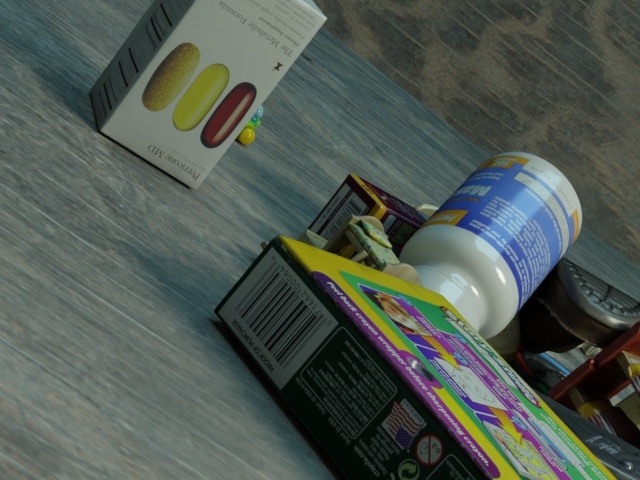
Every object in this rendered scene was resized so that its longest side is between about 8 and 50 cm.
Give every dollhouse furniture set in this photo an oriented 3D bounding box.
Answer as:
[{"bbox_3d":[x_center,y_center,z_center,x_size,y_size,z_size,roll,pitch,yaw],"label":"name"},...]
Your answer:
[{"bbox_3d":[0.462,0.249,1.706,0.374,0.152,0.201,19,37,-50],"label":"dollhouse furniture set"},{"bbox_3d":[0.000,0.000,1.513,0.161,0.101,0.182,29,16,-35],"label":"dollhouse furniture set"}]

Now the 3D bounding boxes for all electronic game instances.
[{"bbox_3d":[0.322,0.205,1.813,0.229,0.048,0.229,37,14,-11],"label":"electronic game"}]

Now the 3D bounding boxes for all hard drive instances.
[{"bbox_3d":[0.245,0.209,1.483,0.255,0.054,0.172,29,9,22],"label":"hard drive"}]

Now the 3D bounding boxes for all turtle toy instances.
[{"bbox_3d":[-0.129,-0.193,1.880,0.130,0.066,0.095,30,16,-34],"label":"turtle toy"}]

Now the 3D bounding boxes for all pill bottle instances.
[{"bbox_3d":[0.185,0.022,1.615,0.152,0.152,0.272,41,49,7],"label":"pill bottle"}]

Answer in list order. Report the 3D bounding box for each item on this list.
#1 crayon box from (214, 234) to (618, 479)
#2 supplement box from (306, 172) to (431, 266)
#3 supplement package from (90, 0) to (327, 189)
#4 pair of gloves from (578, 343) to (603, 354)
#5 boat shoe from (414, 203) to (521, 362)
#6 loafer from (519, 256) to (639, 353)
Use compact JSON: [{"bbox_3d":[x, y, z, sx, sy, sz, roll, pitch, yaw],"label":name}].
[{"bbox_3d":[0.117,0.173,1.254,0.363,0.106,0.313,48,15,33],"label":"crayon box"},{"bbox_3d":[0.083,0.006,1.709,0.188,0.104,0.081,26,17,-45],"label":"supplement box"},{"bbox_3d":[-0.130,-0.205,1.533,0.139,0.244,0.134,31,15,-26],"label":"supplement package"},{"bbox_3d":[0.381,0.114,2.285,0.204,0.042,0.240,50,19,26],"label":"pair of gloves"},{"bbox_3d":[0.196,0.028,1.841,0.122,0.110,0.341,2,29,-19],"label":"boat shoe"},{"bbox_3d":[0.323,0.102,1.783,0.134,0.130,0.366,31,4,0],"label":"loafer"}]
